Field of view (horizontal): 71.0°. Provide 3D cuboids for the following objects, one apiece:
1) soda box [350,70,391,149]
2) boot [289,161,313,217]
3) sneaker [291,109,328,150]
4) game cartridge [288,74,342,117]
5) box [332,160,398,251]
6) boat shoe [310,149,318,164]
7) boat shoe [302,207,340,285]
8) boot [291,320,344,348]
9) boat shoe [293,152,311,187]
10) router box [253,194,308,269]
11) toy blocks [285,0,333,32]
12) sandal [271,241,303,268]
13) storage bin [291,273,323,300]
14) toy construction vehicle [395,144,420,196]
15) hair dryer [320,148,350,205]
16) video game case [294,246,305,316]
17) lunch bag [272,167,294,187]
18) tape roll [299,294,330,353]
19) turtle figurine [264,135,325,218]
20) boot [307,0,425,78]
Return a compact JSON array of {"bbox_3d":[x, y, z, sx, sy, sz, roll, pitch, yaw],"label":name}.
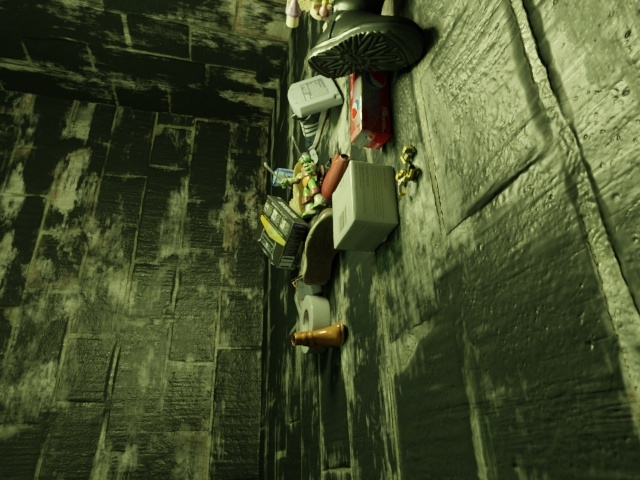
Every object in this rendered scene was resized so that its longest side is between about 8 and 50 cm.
[{"bbox_3d":[0.139,-0.393,1.259,0.083,0.092,0.262,138,136,-66],"label":"soda box"},{"bbox_3d":[-0.098,-0.226,2.150,0.203,0.096,0.261,143,120,-71],"label":"boot"},{"bbox_3d":[-0.067,-0.526,2.013,0.282,0.154,0.099,114,157,-53],"label":"sneaker"},{"bbox_3d":[-0.032,-0.586,1.811,0.294,0.196,0.060,-104,-1,-53],"label":"game cartridge"},{"bbox_3d":[0.113,-0.086,1.201,0.181,0.119,0.181,121,151,-61],"label":"box"},{"bbox_3d":[-0.028,-0.376,2.068,0.035,0.035,0.100,69,-174,-48],"label":"boat shoe"},{"bbox_3d":[-0.004,0.012,1.620,0.130,0.133,0.355,-100,21,-45],"label":"boat shoe"},{"bbox_3d":[-0.008,0.317,1.480,0.197,0.153,0.072,116,155,-55],"label":"boot"},{"bbox_3d":[-0.091,-0.328,2.207,0.073,0.073,0.206,-113,31,-66],"label":"boat shoe"},{"bbox_3d":[-0.197,-0.043,2.130,0.309,0.081,0.242,46,121,48],"label":"router box"},{"bbox_3d":[0.025,-0.874,1.481,0.260,0.289,0.308,107,166,-58],"label":"toy blocks"},{"bbox_3d":[-0.165,0.079,2.238,0.317,0.139,0.126,133,142,-65],"label":"sandal"},{"bbox_3d":[-0.053,0.183,1.793,0.135,0.098,0.090,-37,70,54],"label":"storage bin"},{"bbox_3d":[0.199,-0.165,1.058,0.085,0.035,0.098,-101,21,-49],"label":"toy construction vehicle"},{"bbox_3d":[0.043,-0.248,1.628,0.293,0.080,0.223,168,107,-75],"label":"hair dryer"},{"bbox_3d":[-0.066,0.202,2.000,0.248,0.035,0.274,-118,35,-66],"label":"video game case"},{"bbox_3d":[-0.193,-0.356,2.514,0.151,0.129,0.096,134,138,-66],"label":"lunch bag"},{"bbox_3d":[-0.023,0.320,1.710,0.219,0.073,0.218,-176,90,-77],"label":"tape roll"},{"bbox_3d":[-0.090,-0.236,1.844,0.275,0.198,0.265,15,-125,-63],"label":"turtle figurine"},{"bbox_3d":[0.163,-0.667,1.163,0.367,0.146,0.444,13,79,45],"label":"boot"}]
